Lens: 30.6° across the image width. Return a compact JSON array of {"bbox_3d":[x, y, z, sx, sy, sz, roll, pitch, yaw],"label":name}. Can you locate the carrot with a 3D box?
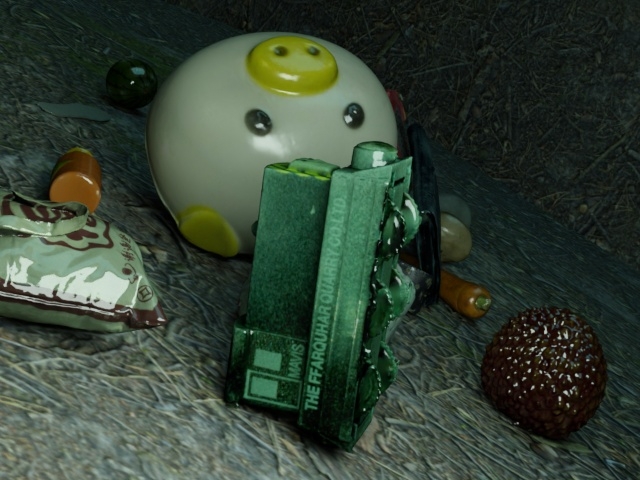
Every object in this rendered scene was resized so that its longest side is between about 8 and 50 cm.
[{"bbox_3d":[0.216,0.078,2.077,0.061,0.061,0.256,17,8,-38],"label":"carrot"}]

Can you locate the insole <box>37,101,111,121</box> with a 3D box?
[{"bbox_3d":[-0.425,-0.224,2.034,0.065,0.004,0.197,32,14,16],"label":"insole"}]

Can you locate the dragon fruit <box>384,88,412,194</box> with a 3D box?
[{"bbox_3d":[0.074,-0.174,2.186,0.189,0.291,0.290,-11,-2,24],"label":"dragon fruit"}]

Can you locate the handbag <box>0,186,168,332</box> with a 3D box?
[{"bbox_3d":[-0.279,0.016,1.193,0.235,0.127,0.213,19,18,-25],"label":"handbag"}]

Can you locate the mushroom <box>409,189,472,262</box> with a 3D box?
[{"bbox_3d":[0.235,-0.030,2.400,0.159,0.122,0.329,-9,13,5],"label":"mushroom"}]

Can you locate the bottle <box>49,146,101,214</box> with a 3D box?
[{"bbox_3d":[-0.332,-0.087,1.592,0.069,0.069,0.187,24,13,-16],"label":"bottle"}]

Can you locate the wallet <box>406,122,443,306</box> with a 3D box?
[{"bbox_3d":[0.189,-0.055,2.073,0.046,0.191,0.379,-7,29,7],"label":"wallet"}]

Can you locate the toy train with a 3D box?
[{"bbox_3d":[0.001,0.054,1.231,0.178,0.330,0.138,10,11,14],"label":"toy train"}]

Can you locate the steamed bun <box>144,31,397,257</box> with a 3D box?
[{"bbox_3d":[-0.068,-0.140,1.705,0.374,0.334,0.334,-8,29,-22],"label":"steamed bun"}]

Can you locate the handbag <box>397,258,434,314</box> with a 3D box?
[{"bbox_3d":[0.116,0.063,1.917,0.115,0.072,0.139,25,1,-5],"label":"handbag"}]

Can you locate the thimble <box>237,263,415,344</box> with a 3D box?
[{"bbox_3d":[0.000,0.070,1.481,0.211,0.149,0.185,20,18,-31],"label":"thimble"}]

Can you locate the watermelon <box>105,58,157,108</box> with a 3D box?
[{"bbox_3d":[-0.365,-0.304,2.240,0.109,0.109,0.109,26,14,-7],"label":"watermelon"}]

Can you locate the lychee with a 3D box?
[{"bbox_3d":[0.316,0.178,1.637,0.188,0.188,0.188,26,14,-7],"label":"lychee"}]
